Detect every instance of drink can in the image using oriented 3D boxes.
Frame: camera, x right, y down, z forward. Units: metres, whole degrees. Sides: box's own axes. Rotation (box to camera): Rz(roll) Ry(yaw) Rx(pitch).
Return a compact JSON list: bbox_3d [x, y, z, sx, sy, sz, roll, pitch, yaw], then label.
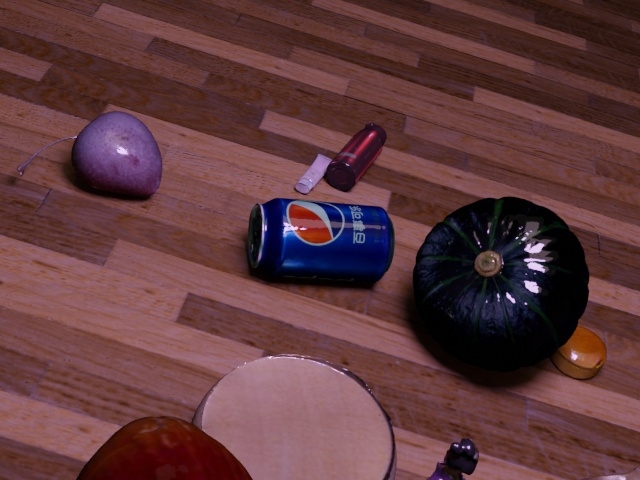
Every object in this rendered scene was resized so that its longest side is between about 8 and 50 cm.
[{"bbox_3d":[0.000,0.000,1.429,0.205,0.118,0.118,3,42,-15],"label":"drink can"}]

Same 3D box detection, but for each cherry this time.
[{"bbox_3d":[-0.321,-0.109,1.453,0.148,0.115,0.188,56,48,-16],"label":"cherry"}]

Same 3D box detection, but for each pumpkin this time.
[{"bbox_3d":[0.262,0.071,1.394,0.248,0.248,0.248,10,40,-9],"label":"pumpkin"}]

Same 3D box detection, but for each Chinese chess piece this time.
[{"bbox_3d":[-0.033,0.249,1.144,0.250,0.103,0.250,10,41,-9],"label":"Chinese chess piece"}]

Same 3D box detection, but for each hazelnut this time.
[{"bbox_3d":[-0.173,0.293,0.968,0.229,0.229,0.229,10,40,-9],"label":"hazelnut"}]

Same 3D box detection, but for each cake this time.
[{"bbox_3d":[0.381,0.164,1.439,0.084,0.044,0.084,10,39,-8],"label":"cake"}]

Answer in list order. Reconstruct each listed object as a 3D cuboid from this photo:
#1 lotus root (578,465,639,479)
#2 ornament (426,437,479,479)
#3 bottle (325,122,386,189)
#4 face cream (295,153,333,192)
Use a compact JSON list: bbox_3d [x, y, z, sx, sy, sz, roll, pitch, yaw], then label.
[{"bbox_3d":[0.434,0.410,1.134,0.375,0.111,0.390,31,45,17],"label":"lotus root"},{"bbox_3d":[0.138,0.296,1.085,0.081,0.203,0.088,18,37,-12],"label":"ornament"},{"bbox_3d":[0.067,-0.146,1.668,0.060,0.060,0.164,26,40,10],"label":"bottle"},{"bbox_3d":[-0.008,-0.113,1.628,0.038,0.020,0.115,25,37,11],"label":"face cream"}]
